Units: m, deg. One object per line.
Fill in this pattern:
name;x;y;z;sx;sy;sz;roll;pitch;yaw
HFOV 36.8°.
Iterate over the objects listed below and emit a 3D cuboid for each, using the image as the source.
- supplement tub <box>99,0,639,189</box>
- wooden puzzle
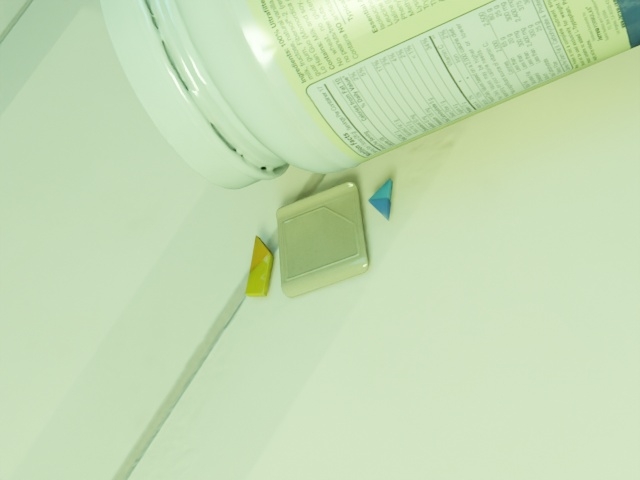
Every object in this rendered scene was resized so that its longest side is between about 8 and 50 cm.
supplement tub;0.046;-0.184;0.623;0.325;0.235;0.235;-22;52;19
wooden puzzle;0.000;0.000;0.685;0.116;0.014;0.078;-14;60;24
